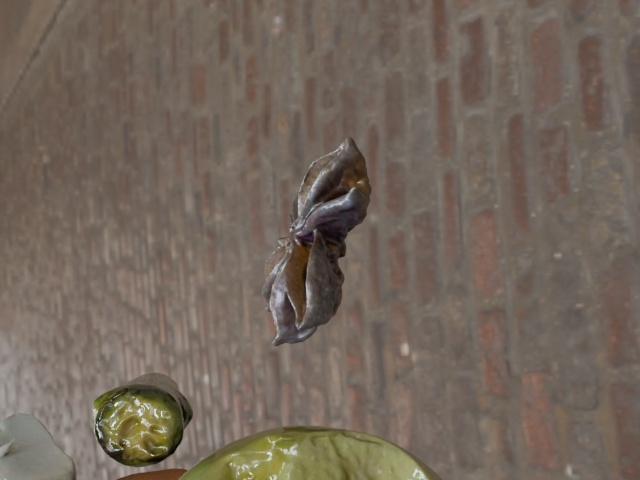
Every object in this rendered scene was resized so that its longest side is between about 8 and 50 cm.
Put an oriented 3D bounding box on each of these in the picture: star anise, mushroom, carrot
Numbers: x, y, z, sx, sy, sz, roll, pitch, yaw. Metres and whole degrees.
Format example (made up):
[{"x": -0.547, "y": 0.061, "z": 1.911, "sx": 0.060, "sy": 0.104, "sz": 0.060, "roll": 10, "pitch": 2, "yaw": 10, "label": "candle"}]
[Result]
[{"x": -0.005, "y": 0.004, "z": 1.040, "sx": 0.197, "sy": 0.073, "sz": 0.212, "roll": -169, "pitch": 98, "yaw": -78, "label": "star anise"}, {"x": -0.355, "y": 0.390, "z": 1.266, "sx": 0.159, "sy": 0.122, "sz": 0.328, "roll": -110, "pitch": 23, "yaw": -76, "label": "mushroom"}, {"x": -0.215, "y": 0.310, "z": 1.337, "sx": 0.035, "sy": 0.142, "sz": 0.035, "roll": -7, "pitch": 81, "yaw": 53, "label": "carrot"}]

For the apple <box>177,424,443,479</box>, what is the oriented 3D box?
[{"x": -0.016, "y": 0.272, "z": 0.755, "sx": 0.279, "sy": 0.279, "sz": 0.279, "roll": 177, "pitch": 90, "yaw": -65, "label": "apple"}]

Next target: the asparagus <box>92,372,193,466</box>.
[{"x": -0.140, "y": 0.136, "z": 0.837, "sx": 0.060, "sy": 0.067, "sz": 0.278, "roll": 65, "pitch": 169, "yaw": 1, "label": "asparagus"}]
